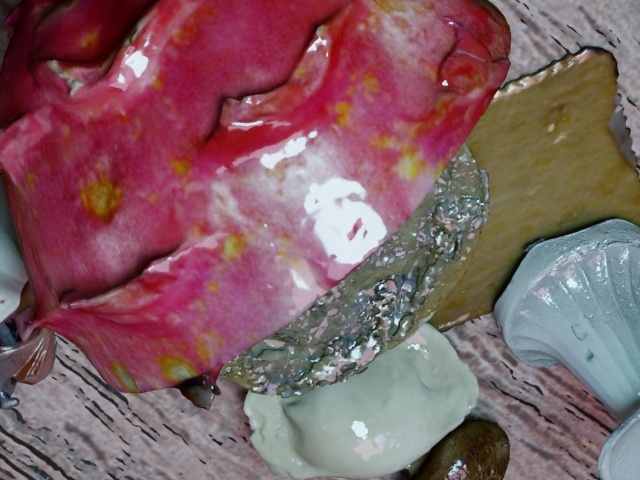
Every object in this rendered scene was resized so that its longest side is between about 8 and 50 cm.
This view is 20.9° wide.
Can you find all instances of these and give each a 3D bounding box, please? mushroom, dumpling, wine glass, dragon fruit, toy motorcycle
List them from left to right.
[{"bbox_3d":[-0.292,0.100,1.361,0.212,0.084,0.118,-35,132,19],"label":"toy motorcycle"},{"bbox_3d":[-0.078,-0.096,1.127,0.386,0.371,0.249,-24,116,41],"label":"dragon fruit"},{"bbox_3d":[0.033,0.126,1.494,0.181,0.111,0.155,-29,104,-28],"label":"dumpling"},{"bbox_3d":[0.122,0.218,1.605,0.109,0.085,0.126,12,127,-29],"label":"mushroom"},{"bbox_3d":[0.256,0.099,1.477,0.165,0.196,0.165,-13,135,-14],"label":"wine glass"}]

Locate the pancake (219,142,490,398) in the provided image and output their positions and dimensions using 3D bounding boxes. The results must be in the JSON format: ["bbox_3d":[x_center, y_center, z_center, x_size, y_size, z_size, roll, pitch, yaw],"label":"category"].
[{"bbox_3d":[0.000,0.000,1.387,0.282,0.049,0.282,-6,118,-12],"label":"pancake"}]

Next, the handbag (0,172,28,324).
[{"bbox_3d":[-0.360,0.047,1.250,0.298,0.151,0.171,-42,132,18],"label":"handbag"}]

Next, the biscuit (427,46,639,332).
[{"bbox_3d":[0.159,-0.034,1.467,0.237,0.013,0.232,-25,132,-2],"label":"biscuit"}]
